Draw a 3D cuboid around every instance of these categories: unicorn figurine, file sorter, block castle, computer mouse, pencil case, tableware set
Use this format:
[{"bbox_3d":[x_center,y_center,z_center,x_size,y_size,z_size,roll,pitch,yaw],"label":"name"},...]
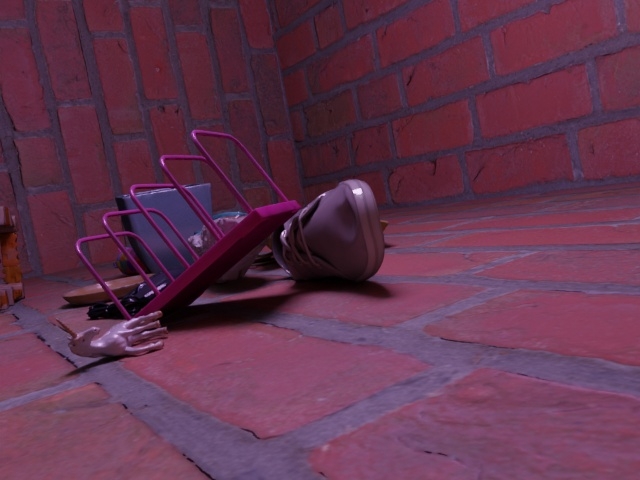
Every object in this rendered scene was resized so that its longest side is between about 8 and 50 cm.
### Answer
[{"bbox_3d":[-0.268,0.129,0.783,0.111,0.060,0.162,-12,-11,-9],"label":"unicorn figurine"},{"bbox_3d":[-0.219,-0.023,0.960,0.291,0.182,0.202,-40,-4,15],"label":"file sorter"},{"bbox_3d":[-0.992,0.063,1.627,0.213,0.302,0.453,-5,4,-16],"label":"block castle"},{"bbox_3d":[-0.325,0.097,1.186,0.184,0.060,0.262,-7,6,44],"label":"computer mouse"},{"bbox_3d":[-0.579,0.061,1.934,0.236,0.104,0.104,-6,7,35],"label":"pencil case"},{"bbox_3d":[-0.200,0.049,1.602,0.194,0.039,0.128,-6,6,41],"label":"tableware set"}]

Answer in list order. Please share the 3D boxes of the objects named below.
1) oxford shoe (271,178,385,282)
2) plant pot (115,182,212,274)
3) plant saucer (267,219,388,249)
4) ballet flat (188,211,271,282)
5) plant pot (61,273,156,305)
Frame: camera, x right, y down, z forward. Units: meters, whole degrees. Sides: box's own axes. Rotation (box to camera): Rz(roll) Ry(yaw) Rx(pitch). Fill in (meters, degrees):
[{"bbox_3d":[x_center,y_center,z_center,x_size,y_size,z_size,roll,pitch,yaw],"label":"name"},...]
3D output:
[{"bbox_3d":[0.000,0.000,1.037,0.130,0.169,0.449,-9,-3,-16],"label":"oxford shoe"},{"bbox_3d":[-0.454,-0.029,1.752,0.247,0.252,0.248,-13,10,-23],"label":"plant pot"},{"bbox_3d":[-0.021,-0.020,1.533,0.333,0.080,0.333,1,4,-9],"label":"plant saucer"},{"bbox_3d":[-0.204,0.028,1.289,0.147,0.147,0.409,-12,-1,-21],"label":"ballet flat"},{"bbox_3d":[-0.518,0.124,1.460,0.236,0.032,0.236,-11,6,1],"label":"plant pot"}]
